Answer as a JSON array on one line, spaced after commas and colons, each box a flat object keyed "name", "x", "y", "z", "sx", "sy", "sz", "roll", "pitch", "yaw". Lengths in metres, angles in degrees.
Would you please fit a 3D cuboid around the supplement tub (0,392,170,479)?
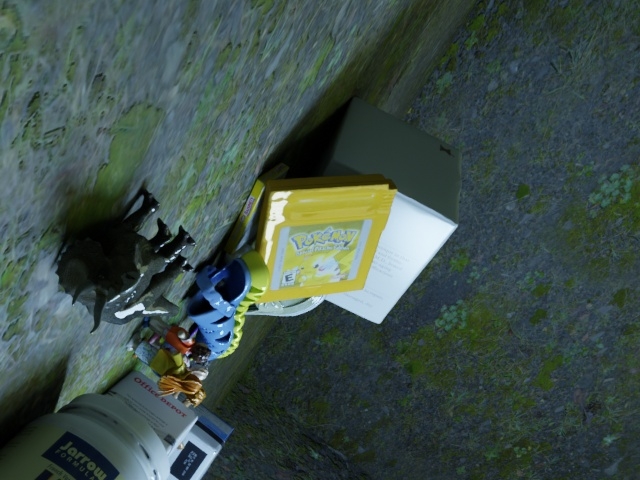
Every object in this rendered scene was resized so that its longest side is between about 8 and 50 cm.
[{"name": "supplement tub", "x": -0.383, "y": 0.390, "z": 0.876, "sx": 0.235, "sy": 0.235, "sz": 0.325, "roll": -58, "pitch": 174, "yaw": 36}]

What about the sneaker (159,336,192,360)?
[{"name": "sneaker", "x": -0.325, "y": 0.262, "z": 1.455, "sx": 0.069, "sy": 0.082, "sz": 0.209, "roll": -55, "pitch": 177, "yaw": -23}]

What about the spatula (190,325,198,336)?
[{"name": "spatula", "x": -0.258, "y": 0.207, "z": 1.566, "sx": 0.296, "sy": 0.030, "sz": 0.084, "roll": -16, "pitch": -148, "yaw": 55}]

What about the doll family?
[{"name": "doll family", "x": -0.287, "y": 0.247, "z": 1.229, "sx": 0.118, "sy": 0.163, "sz": 0.263, "roll": -52, "pitch": 175, "yaw": -25}]

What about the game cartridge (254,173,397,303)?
[{"name": "game cartridge", "x": 0.000, "y": 0.000, "z": 1.382, "sx": 0.285, "sy": 0.053, "sz": 0.324, "roll": -6, "pitch": 137, "yaw": -21}]

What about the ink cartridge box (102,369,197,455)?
[{"name": "ink cartridge box", "x": -0.376, "y": 0.383, "z": 1.236, "sx": 0.100, "sy": 0.172, "sz": 0.237, "roll": -57, "pitch": 175, "yaw": 24}]

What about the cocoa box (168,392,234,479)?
[{"name": "cocoa box", "x": -0.475, "y": 0.691, "z": 2.002, "sx": 0.347, "sy": 0.231, "sz": 0.228, "roll": -55, "pitch": 175, "yaw": 6}]

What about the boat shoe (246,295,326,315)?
[{"name": "boat shoe", "x": -0.131, "y": 0.142, "z": 1.558, "sx": 0.302, "sy": 0.109, "sz": 0.094, "roll": -11, "pitch": 180, "yaw": 18}]

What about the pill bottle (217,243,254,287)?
[{"name": "pill bottle", "x": -0.194, "y": 0.064, "z": 1.443, "sx": 0.067, "sy": 0.067, "sz": 0.120, "roll": -49, "pitch": 172, "yaw": -47}]

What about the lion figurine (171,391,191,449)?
[{"name": "lion figurine", "x": -0.473, "y": 0.535, "z": 1.715, "sx": 0.240, "sy": 0.142, "sz": 0.392, "roll": -23, "pitch": 138, "yaw": -46}]

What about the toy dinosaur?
[{"name": "toy dinosaur", "x": -0.240, "y": 0.043, "z": 0.794, "sx": 0.160, "sy": 0.121, "sz": 0.313, "roll": -40, "pitch": 174, "yaw": -22}]

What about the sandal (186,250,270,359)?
[{"name": "sandal", "x": -0.226, "y": 0.144, "z": 1.369, "sx": 0.138, "sy": 0.126, "sz": 0.317, "roll": -5, "pitch": 136, "yaw": -35}]

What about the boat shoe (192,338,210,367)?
[{"name": "boat shoe", "x": -0.337, "y": 0.325, "z": 1.776, "sx": 0.080, "sy": 0.076, "sz": 0.228, "roll": -55, "pitch": 175, "yaw": -1}]

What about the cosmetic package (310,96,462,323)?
[{"name": "cosmetic package", "x": 0.119, "y": -0.074, "z": 1.629, "sx": 0.394, "sy": 0.327, "sz": 0.329, "roll": -59, "pitch": -171, "yaw": 39}]

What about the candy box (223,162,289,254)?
[{"name": "candy box", "x": -0.137, "y": -0.066, "z": 1.354, "sx": 0.105, "sy": 0.027, "sz": 0.206, "roll": -41, "pitch": 166, "yaw": -53}]
